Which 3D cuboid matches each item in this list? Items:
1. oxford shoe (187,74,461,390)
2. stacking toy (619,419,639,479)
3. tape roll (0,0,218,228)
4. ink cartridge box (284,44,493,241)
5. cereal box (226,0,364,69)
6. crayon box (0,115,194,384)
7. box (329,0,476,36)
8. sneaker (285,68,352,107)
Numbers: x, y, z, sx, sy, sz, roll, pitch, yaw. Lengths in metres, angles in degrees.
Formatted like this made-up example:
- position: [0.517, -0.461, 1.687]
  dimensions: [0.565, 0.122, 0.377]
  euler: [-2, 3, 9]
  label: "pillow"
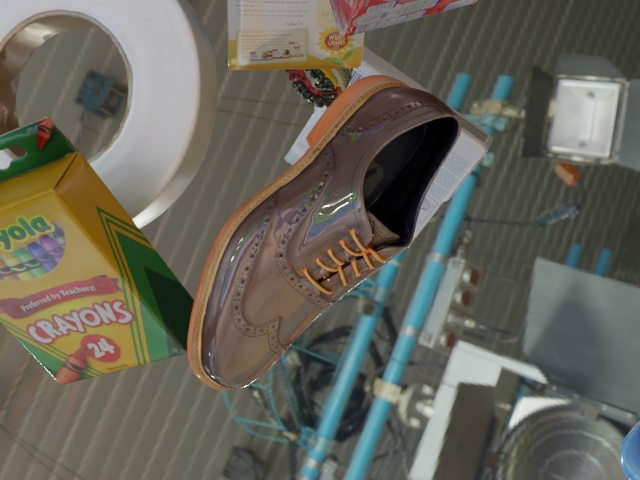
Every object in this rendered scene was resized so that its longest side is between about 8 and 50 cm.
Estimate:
- position: [0.000, 0.000, 0.912]
  dimensions: [0.130, 0.133, 0.363]
  euler: [33, -91, -35]
  label: "oxford shoe"
- position: [0.384, 0.109, 0.766]
  dimensions: [0.175, 0.166, 0.301]
  euler: [-31, -33, -38]
  label: "stacking toy"
- position: [-0.323, -0.188, 1.208]
  dimensions: [0.072, 0.392, 0.392]
  euler: [6, -82, -76]
  label: "tape roll"
- position: [0.118, -0.169, 1.712]
  dimensions: [0.261, 0.296, 0.066]
  euler: [-54, 0, 37]
  label: "ink cartridge box"
- position: [-0.027, -0.308, 1.121]
  dimensions: [0.173, 0.047, 0.240]
  euler: [-1, -39, -6]
  label: "cereal box"
- position: [-0.310, 0.025, 1.101]
  dimensions: [0.318, 0.202, 0.081]
  euler: [57, -151, -31]
  label: "crayon box"
- position: [0.081, -0.296, 0.851]
  dimensions: [0.154, 0.300, 0.142]
  euler: [-16, -89, -2]
  label: "box"
- position: [-0.038, -0.302, 1.376]
  dimensions: [0.225, 0.088, 0.092]
  euler: [50, -128, -20]
  label: "sneaker"
